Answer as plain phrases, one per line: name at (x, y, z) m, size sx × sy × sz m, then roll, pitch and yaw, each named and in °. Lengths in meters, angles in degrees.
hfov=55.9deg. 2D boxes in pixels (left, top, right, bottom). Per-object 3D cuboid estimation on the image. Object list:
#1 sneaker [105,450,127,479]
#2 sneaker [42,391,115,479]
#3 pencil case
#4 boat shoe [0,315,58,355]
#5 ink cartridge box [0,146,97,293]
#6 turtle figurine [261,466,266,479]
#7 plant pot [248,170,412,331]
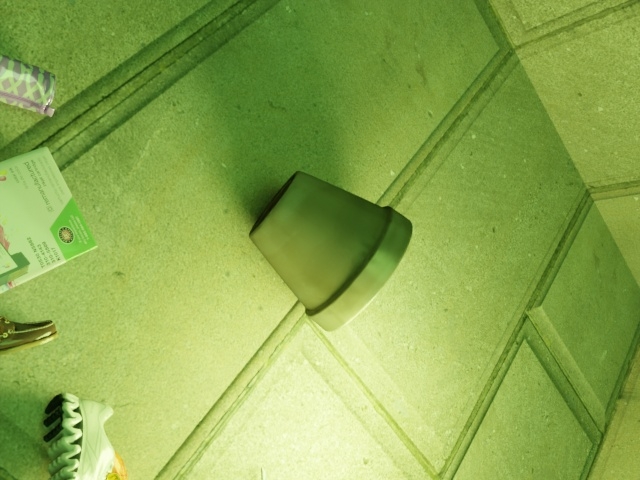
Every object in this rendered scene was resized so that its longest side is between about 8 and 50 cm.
sneaker at (-0.384, 0.476, 1.143) m, size 0.064 × 0.067 × 0.175 m, roll -18°, pitch 94°, yaw -36°
sneaker at (-0.416, 0.412, 1.054) m, size 0.118 × 0.110 × 0.292 m, roll 22°, pitch 47°, yaw -43°
pencil case at (-0.580, -0.288, 1.068) m, size 0.206 × 0.086 × 0.088 m, roll 10°, pitch 44°, yaw -36°
boat shoe at (-0.563, 0.166, 1.036) m, size 0.207 × 0.073 × 0.073 m, roll -14°, pitch 96°, yaw -39°
ink cartridge box at (-0.565, -0.013, 1.028) m, size 0.278 × 0.117 × 0.201 m, roll -32°, pitch 104°, yaw -36°
turtle figurine at (-0.112, 0.685, 1.250) m, size 0.274 × 0.197 × 0.266 m, roll -39°, pitch 112°, yaw -31°
plant pot at (0.000, 0.000, 1.384) m, size 0.280 × 0.323 × 0.323 m, roll 37°, pitch 62°, yaw -10°
